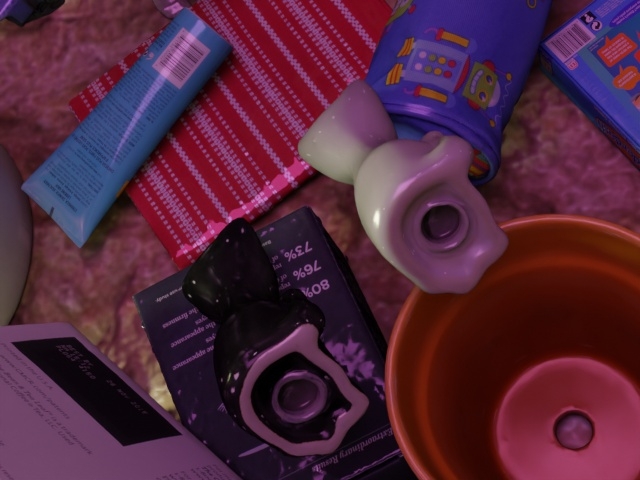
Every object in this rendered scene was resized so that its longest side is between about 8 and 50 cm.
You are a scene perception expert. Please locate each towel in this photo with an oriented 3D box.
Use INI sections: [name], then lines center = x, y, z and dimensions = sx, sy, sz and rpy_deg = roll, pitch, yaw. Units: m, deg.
[towel]
center = -0.055, -0.127, 1.140
dimensions = 0.275, 0.031, 0.199
rpy_deg = -37, 67, 1

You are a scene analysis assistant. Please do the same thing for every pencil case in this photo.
[pencil case]
center = 0.116, -0.187, 1.048
dimensions = 0.119, 0.133, 0.306
rpy_deg = 30, 66, -20

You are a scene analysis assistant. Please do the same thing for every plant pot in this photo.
[plant pot]
center = 0.160, 0.110, 0.903
dimensions = 0.205, 0.188, 0.205
rpy_deg = -5, 69, 13

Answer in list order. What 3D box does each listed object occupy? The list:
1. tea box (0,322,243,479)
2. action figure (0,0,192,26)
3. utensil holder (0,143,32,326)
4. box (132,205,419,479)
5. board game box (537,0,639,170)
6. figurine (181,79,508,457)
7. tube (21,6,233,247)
[tea box]
center = -0.193, 0.277, 0.865
dimensions = 0.329, 0.220, 0.324
rpy_deg = 37, 108, 24
[action figure]
center = -0.165, -0.311, 1.072
dimensions = 0.178, 0.330, 0.341
rpy_deg = 39, 83, 22
[utensil holder]
center = -0.433, -0.050, 1.017
dimensions = 0.327, 0.385, 0.328
rpy_deg = -5, 69, 14
[box]
center = -0.022, 0.106, 0.998
dimensions = 0.153, 0.108, 0.207
rpy_deg = -26, 66, 5
[board game box]
center = 0.292, -0.119, 1.032
dimensions = 0.160, 0.047, 0.210
rpy_deg = -37, 64, -1
[figurine]
center = 0.000, 0.000, 0.883
dimensions = 0.215, 0.092, 0.209
rpy_deg = -49, 30, 5
[tube]
center = -0.157, -0.097, 1.118
dimensions = 0.080, 0.052, 0.207
rpy_deg = 42, 92, 27
